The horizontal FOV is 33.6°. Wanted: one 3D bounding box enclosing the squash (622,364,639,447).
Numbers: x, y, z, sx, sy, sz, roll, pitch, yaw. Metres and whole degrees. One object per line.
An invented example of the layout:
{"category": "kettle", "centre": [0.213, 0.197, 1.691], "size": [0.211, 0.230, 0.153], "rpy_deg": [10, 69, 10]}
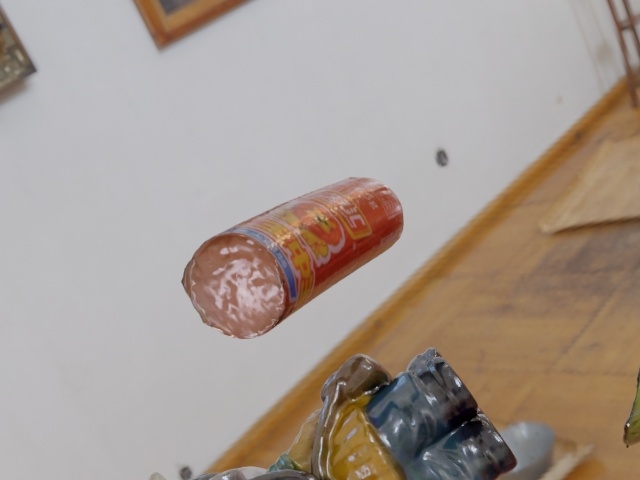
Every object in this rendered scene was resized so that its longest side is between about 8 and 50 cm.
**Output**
{"category": "squash", "centre": [0.401, 0.126, 1.248], "size": [0.155, 0.236, 0.204], "rpy_deg": [2, 19, -9]}

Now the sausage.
{"category": "sausage", "centre": [0.000, 0.000, 0.790], "size": [0.074, 0.074, 0.274], "rpy_deg": [-17, 5, 27]}

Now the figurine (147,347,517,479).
{"category": "figurine", "centre": [-0.014, 0.222, 0.818], "size": [0.332, 0.185, 0.204], "rpy_deg": [-34, 3, 16]}
